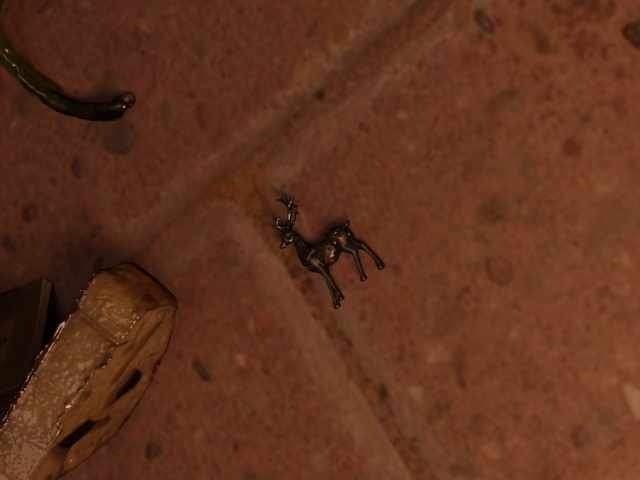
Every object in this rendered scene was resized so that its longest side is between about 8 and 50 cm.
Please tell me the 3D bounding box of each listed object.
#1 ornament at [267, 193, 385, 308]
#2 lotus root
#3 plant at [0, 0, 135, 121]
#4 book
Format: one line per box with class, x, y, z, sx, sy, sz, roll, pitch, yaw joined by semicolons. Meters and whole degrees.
ornament;0.000;0.000;1.419;0.073;0.028;0.125;-45;73;22
lotus root;-0.236;0.146;1.469;0.074;0.170;0.261;32;95;17
plant;-0.382;-0.244;1.551;0.251;0.180;0.334;-25;82;37
book;-0.383;0.128;1.592;0.198;0.016;0.138;-20;47;27
